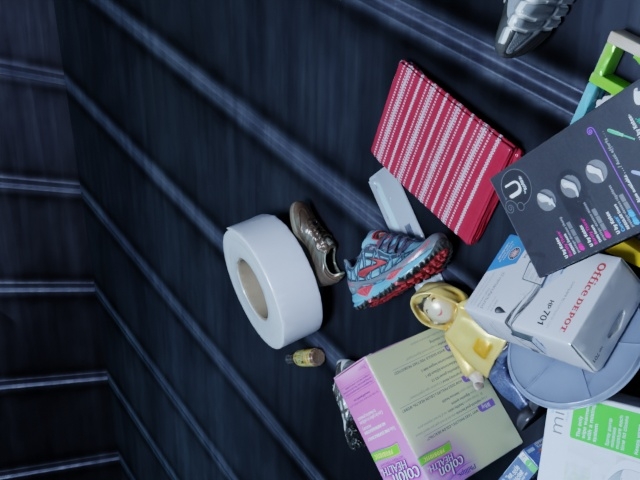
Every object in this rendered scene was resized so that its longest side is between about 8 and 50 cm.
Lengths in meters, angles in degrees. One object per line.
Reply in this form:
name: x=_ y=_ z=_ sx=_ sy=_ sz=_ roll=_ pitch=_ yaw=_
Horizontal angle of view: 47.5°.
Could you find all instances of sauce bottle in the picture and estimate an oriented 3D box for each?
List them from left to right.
sauce bottle: x=-0.039 y=0.272 z=1.678 sx=0.128 sy=0.042 sz=0.042 roll=-20 pitch=88 yaw=54

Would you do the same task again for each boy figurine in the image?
boy figurine: x=0.264 y=0.158 z=1.174 sx=0.285 sy=0.092 sz=0.177 roll=47 pitch=138 yaw=27

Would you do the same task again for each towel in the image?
towel: x=0.195 y=-0.145 z=1.193 sx=0.275 sy=0.031 sz=0.199 roll=48 pitch=139 yaw=32

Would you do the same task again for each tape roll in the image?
tape roll: x=-0.108 y=0.088 z=1.593 sx=0.286 sy=0.100 sz=0.286 roll=50 pitch=153 yaw=37

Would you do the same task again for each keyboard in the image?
keyboard: x=0.158 y=-0.013 z=1.319 sx=0.072 sy=0.014 sz=0.256 roll=-33 pitch=77 yaw=49

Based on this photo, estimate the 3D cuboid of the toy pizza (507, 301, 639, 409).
toy pizza: x=0.352 y=0.144 z=0.999 sx=0.032 sy=0.201 sz=0.201 roll=43 pitch=160 yaw=-32

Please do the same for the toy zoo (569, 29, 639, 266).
toy zoo: x=0.397 y=-0.094 z=0.936 sx=0.192 sy=0.030 sz=0.293 roll=43 pitch=136 yaw=35

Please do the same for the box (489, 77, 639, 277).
box: x=0.357 y=-0.083 z=0.822 sx=0.270 sy=0.165 sz=0.143 roll=-38 pitch=73 yaw=53

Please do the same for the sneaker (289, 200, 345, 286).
sneaker: x=0.000 y=0.000 z=1.509 sx=0.071 sy=0.066 sz=0.188 roll=-18 pitch=94 yaw=38

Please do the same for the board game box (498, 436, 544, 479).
board game box: x=0.326 y=0.366 z=1.134 sx=0.035 sy=0.136 sz=0.201 roll=50 pitch=138 yaw=30

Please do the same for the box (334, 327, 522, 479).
box: x=0.181 y=0.288 z=1.233 sx=0.243 sy=0.213 sz=0.117 roll=62 pitch=143 yaw=15

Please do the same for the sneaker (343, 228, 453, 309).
sneaker: x=0.120 y=0.032 z=1.287 sx=0.262 sy=0.104 sz=0.125 roll=-36 pitch=72 yaw=48

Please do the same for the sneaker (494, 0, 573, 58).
sneaker: x=0.277 y=-0.365 z=0.957 sx=0.132 sy=0.086 sz=0.228 roll=55 pitch=131 yaw=32

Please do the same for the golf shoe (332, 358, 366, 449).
golf shoe: x=0.070 y=0.342 z=1.545 sx=0.094 sy=0.077 sz=0.198 roll=-155 pitch=59 yaw=-64

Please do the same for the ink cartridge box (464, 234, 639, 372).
ink cartridge box: x=0.317 y=0.080 z=1.002 sx=0.082 sy=0.139 sz=0.191 roll=42 pitch=166 yaw=-31

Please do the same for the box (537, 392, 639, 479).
box: x=0.412 y=0.342 z=0.951 sx=0.231 sy=0.127 sz=0.262 roll=7 pitch=87 yaw=53
